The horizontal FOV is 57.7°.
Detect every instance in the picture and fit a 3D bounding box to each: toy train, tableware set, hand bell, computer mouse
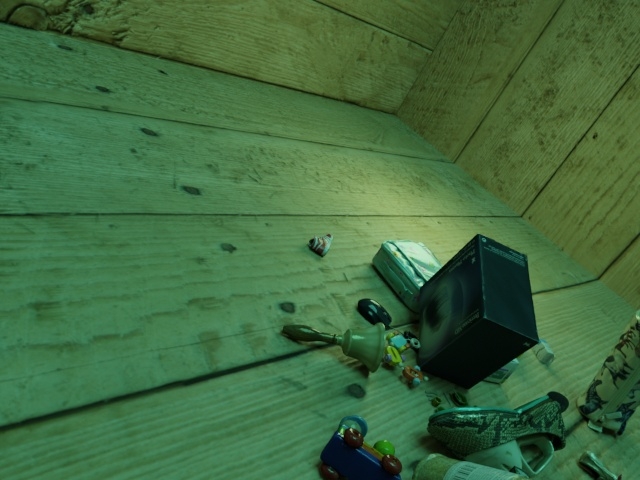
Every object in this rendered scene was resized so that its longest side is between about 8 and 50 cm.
[{"bbox_3d":[0.219,0.316,1.539,0.125,0.046,0.166,27,29,-9],"label":"toy train"},{"bbox_3d":[0.348,0.427,1.499,0.154,0.024,0.104,16,30,-29],"label":"tableware set"},{"bbox_3d":[0.126,0.452,1.153,0.248,0.105,0.143,33,13,5],"label":"toy train"},{"bbox_3d":[0.026,0.240,1.429,0.242,0.126,0.126,13,29,-9],"label":"hand bell"},{"bbox_3d":[0.210,0.240,1.664,0.242,0.041,0.071,34,25,6],"label":"computer mouse"}]

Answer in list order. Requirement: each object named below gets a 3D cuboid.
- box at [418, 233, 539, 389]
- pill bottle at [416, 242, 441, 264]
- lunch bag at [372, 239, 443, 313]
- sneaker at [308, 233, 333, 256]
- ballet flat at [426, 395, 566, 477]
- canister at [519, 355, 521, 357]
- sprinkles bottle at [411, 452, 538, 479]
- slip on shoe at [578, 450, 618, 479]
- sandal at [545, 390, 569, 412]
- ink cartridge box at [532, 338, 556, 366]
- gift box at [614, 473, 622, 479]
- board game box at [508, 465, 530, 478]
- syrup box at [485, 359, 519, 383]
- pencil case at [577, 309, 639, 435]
[{"bbox_3d":[0.417,0.195,1.588,0.182,0.296,0.294,23,45,-14],"label":"box"},{"bbox_3d":[0.377,0.073,2.090,0.078,0.078,0.137,13,31,-32],"label":"pill bottle"},{"bbox_3d":[0.314,0.115,1.915,0.224,0.108,0.279,3,38,-44],"label":"lunch bag"},{"bbox_3d":[0.000,0.000,1.865,0.067,0.042,0.118,31,28,-6],"label":"sneaker"},{"bbox_3d":[0.458,0.481,1.397,0.482,0.164,0.182,9,54,-40],"label":"ballet flat"},{"bbox_3d":[0.616,0.305,1.939,0.126,0.073,0.170,29,28,-3],"label":"canister"},{"bbox_3d":[0.320,0.472,1.042,0.121,0.355,0.121,5,80,-31],"label":"sprinkles bottle"},{"bbox_3d":[0.753,0.628,1.552,0.041,0.051,0.135,-36,73,-19],"label":"slip on shoe"},{"bbox_3d":[0.670,0.501,1.699,0.067,0.040,0.179,37,41,25],"label":"sandal"},{"bbox_3d":[0.761,0.383,1.979,0.028,0.048,0.083,20,27,-20],"label":"ink cartridge box"},{"bbox_3d":[0.663,0.655,1.156,0.258,0.276,0.255,26,21,-7],"label":"gift box"},{"bbox_3d":[0.394,0.553,1.129,0.060,0.194,0.194,26,27,-9],"label":"board game box"},{"bbox_3d":[0.492,0.313,1.767,0.093,0.096,0.237,16,30,-24],"label":"syrup box"},{"bbox_3d":[0.935,0.390,1.740,0.159,0.410,0.183,23,29,9],"label":"pencil case"}]
